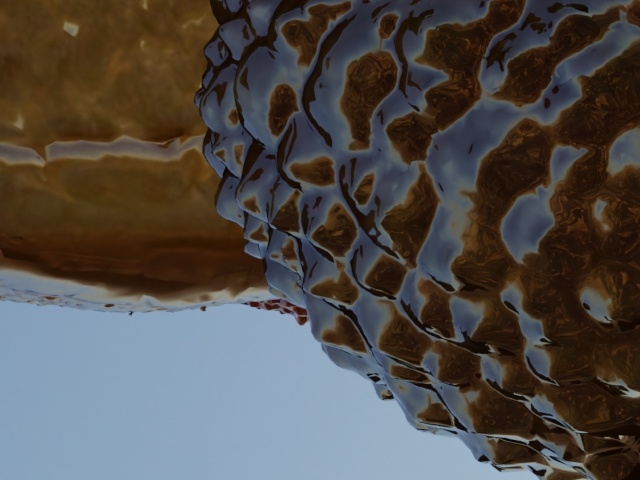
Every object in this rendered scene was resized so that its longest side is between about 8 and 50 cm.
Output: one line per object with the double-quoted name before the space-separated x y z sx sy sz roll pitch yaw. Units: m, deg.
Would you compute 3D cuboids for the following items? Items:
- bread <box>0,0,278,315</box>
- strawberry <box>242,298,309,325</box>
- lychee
"bread" -0.089 -0.133 0.711 0.337 0.328 0.148 -6 -5 -22
"strawberry" 0.004 0.000 1.105 0.192 0.140 0.085 -42 -24 -33
"lychee" 0.084 -0.025 0.476 0.238 0.200 0.200 12 -46 8
